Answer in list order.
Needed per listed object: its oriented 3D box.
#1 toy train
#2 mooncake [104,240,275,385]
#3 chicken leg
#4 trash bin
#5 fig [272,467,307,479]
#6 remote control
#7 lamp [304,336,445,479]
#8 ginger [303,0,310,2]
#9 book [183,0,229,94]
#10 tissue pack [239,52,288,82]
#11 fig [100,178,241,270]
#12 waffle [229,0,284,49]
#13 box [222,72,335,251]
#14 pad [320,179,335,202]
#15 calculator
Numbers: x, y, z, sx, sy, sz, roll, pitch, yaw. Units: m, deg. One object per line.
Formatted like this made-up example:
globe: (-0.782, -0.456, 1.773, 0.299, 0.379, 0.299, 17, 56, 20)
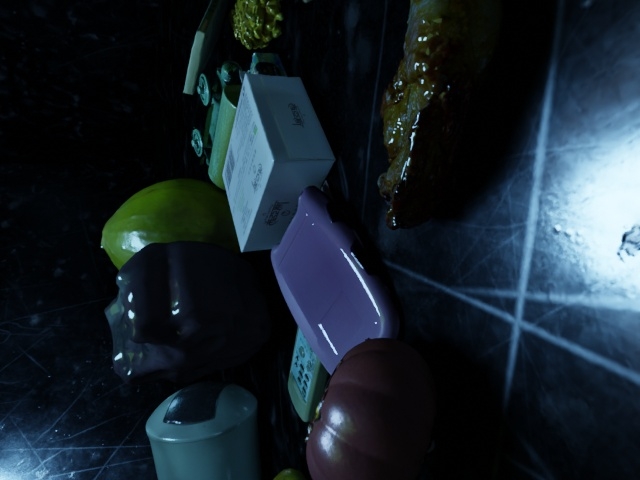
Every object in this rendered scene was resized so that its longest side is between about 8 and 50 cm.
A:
toy train: (-0.223, -0.252, 1.026, 0.307, 0.127, 0.189, 120, 139, -49)
mooncake: (-0.285, 0.175, 0.973, 0.381, 0.351, 0.212, 117, 141, -51)
chicken leg: (0.101, -0.164, 0.419, 0.177, 0.083, 0.322, -108, 21, -58)
trash bin: (-0.285, 0.589, 1.150, 0.280, 0.281, 0.431, 2, 99, 65)
fig: (-0.071, 0.499, 0.876, 0.084, 0.098, 0.081, -111, 26, -55)
remote control: (-0.018, 0.213, 0.780, 0.098, 0.038, 0.233, 52, 138, 49)
lamp: (0.063, 0.197, 0.476, 0.182, 0.140, 0.181, 22, -90, -78)
ginger: (-0.019, -0.435, 0.636, 0.122, 0.084, 0.290, -43, 49, 33)
book: (-0.240, -0.494, 1.001, 0.201, 0.026, 0.289, -42, 31, 58)
tissue pack: (-0.106, -0.282, 0.825, 0.085, 0.079, 0.110, 118, 139, -51)
fig: (-0.374, -0.007, 1.146, 0.343, 0.344, 0.342, 175, 90, -65)
waffle: (-0.130, -0.472, 0.854, 0.197, 0.070, 0.192, -139, 49, -56)
box: (-0.091, -0.127, 0.786, 0.260, 0.111, 0.194, -56, 46, 50)
pad: (0.000, 0.000, 0.742, 0.187, 0.006, 0.113, 118, 139, -52)
calculator: (0.008, 0.068, 0.649, 0.194, 0.043, 0.294, -58, 48, 35)
